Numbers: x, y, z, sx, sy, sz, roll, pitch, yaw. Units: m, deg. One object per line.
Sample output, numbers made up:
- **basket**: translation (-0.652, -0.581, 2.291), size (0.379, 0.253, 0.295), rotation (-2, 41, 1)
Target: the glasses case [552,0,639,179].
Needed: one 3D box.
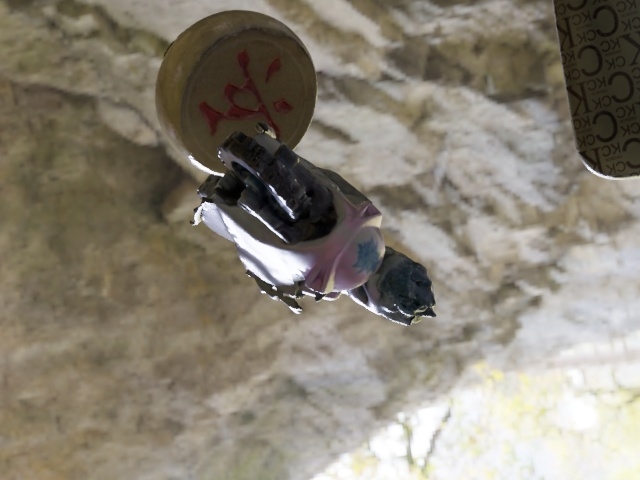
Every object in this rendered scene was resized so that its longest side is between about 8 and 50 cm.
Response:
- **glasses case**: translation (0.361, -0.251, 1.586), size (0.085, 0.137, 0.354), rotation (-3, -95, -71)

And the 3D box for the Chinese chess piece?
- **Chinese chess piece**: translation (-0.125, -0.217, 1.917), size (0.103, 0.250, 0.249), rotation (38, 150, 51)

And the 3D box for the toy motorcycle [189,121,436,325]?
- **toy motorcycle**: translation (-0.004, 0.005, 0.980), size (0.204, 0.108, 0.239), rotation (36, -175, -4)
